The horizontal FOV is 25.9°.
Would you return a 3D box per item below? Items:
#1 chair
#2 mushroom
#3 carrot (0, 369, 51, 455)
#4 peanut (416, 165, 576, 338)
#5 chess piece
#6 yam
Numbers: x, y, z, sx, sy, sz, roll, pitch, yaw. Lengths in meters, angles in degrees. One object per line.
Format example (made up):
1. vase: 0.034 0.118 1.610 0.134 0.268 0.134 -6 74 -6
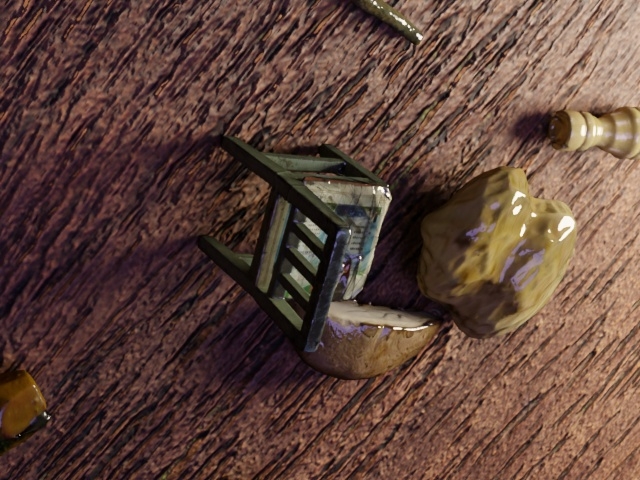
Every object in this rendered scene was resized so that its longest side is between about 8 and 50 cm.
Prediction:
1. chair: 0.000 0.000 1.407 0.147 0.270 0.136 4 109 -32
2. mushroom: 0.050 0.115 1.619 0.210 0.072 0.094 10 116 -35
3. carrot: -0.359 0.195 1.403 0.173 0.082 0.082 -31 125 -17
4. peanut: 0.203 0.013 1.637 0.196 0.110 0.233 -50 128 5
5. chess piece: 0.337 -0.129 1.682 0.122 0.066 0.066 -2 114 -26
6. yam: 0.033 -0.266 1.449 0.234 0.029 0.027 34 82 -38
